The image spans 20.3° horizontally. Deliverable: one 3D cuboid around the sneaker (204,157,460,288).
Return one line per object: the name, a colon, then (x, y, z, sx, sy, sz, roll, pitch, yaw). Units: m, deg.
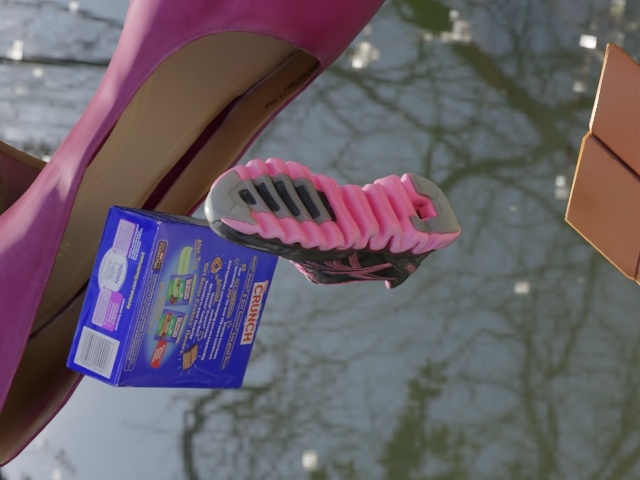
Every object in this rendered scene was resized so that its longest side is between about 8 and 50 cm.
sneaker: (0.000, 0.000, 0.753, 0.057, 0.119, 0.047, -51, 44, 40)

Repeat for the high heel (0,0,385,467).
high heel: (-0.070, -0.032, 0.952, 0.377, 0.127, 0.181, -37, 55, 29)

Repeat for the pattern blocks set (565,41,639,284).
pattern blocks set: (0.197, -0.040, 0.406, 0.285, 0.026, 0.325, -26, 88, 15)

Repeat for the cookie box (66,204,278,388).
cookie box: (-0.077, 0.033, 0.961, 0.040, 0.107, 0.092, 20, 97, 35)
